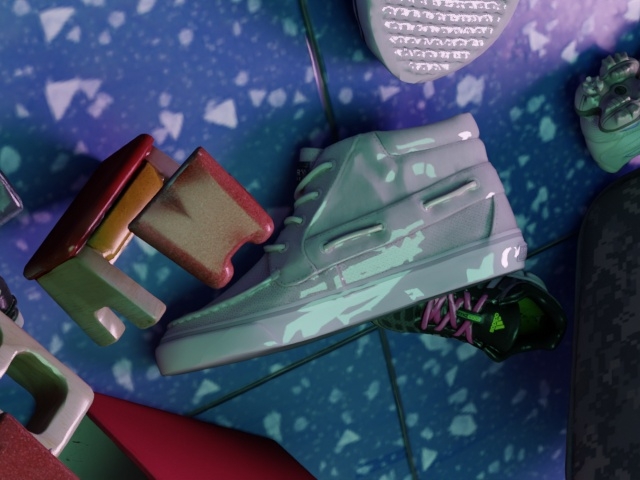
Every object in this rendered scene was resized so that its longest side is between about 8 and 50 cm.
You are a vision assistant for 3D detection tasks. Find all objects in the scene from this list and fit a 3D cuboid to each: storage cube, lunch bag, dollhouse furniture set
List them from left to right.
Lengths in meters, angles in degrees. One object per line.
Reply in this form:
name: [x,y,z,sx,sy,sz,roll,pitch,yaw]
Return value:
dollhouse furniture set: [-0.173,0.056,0.995,0.152,0.201,0.374,42,56,-17]
storage cube: [-0.093,0.230,1.190,0.193,0.215,0.184,20,100,-39]
lunch bag: [0.325,0.110,1.304,0.212,0.305,0.256,-25,134,37]

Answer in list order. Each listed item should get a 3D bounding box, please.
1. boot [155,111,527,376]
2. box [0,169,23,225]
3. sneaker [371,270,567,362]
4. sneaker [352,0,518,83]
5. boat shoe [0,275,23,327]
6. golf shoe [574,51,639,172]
boot: [0.000,0.000,1.226,0.258,0.095,0.123,-18,85,-4]
box: [-0.365,-0.070,0.927,0.296,0.183,0.294,-35,122,-9]
sneaker: [0.107,0.048,1.299,0.170,0.075,0.063,9,106,-31]
sneaker: [0.053,-0.241,1.130,0.126,0.127,0.321,-24,145,-11]
boat shoe: [-0.244,0.064,1.133,0.125,0.046,0.038,-29,122,-18]
golf shoe: [0.261,-0.114,1.335,0.176,0.069,0.086,-28,141,-12]
